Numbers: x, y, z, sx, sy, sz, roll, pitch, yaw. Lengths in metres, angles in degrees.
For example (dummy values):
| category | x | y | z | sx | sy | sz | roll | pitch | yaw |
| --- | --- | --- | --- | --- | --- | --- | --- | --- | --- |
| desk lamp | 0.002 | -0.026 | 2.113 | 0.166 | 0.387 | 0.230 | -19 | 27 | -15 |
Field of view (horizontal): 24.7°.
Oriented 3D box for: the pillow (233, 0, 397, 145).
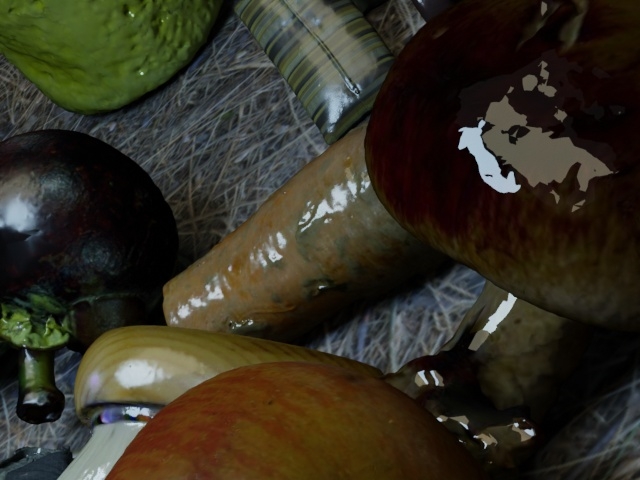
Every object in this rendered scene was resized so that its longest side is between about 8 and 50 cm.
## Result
| category | x | y | z | sx | sy | sz | roll | pitch | yaw |
| --- | --- | --- | --- | --- | --- | --- | --- | --- | --- |
| pillow | -0.001 | -0.205 | 1.509 | 0.113 | 0.038 | 0.203 | -40 | 66 | 10 |

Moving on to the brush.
| category | x | y | z | sx | sy | sz | roll | pitch | yaw |
| --- | --- | --- | --- | --- | --- | --- | --- | --- | --- |
| brush | -0.079 | 0.168 | 1.142 | 0.266 | 0.174 | 0.166 | -3 | 62 | 24 |

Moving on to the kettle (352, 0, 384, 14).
| category | x | y | z | sx | sy | sz | roll | pitch | yaw |
| --- | --- | --- | --- | --- | --- | --- | --- | --- | --- |
| kettle | 0.024 | -0.325 | 1.599 | 0.098 | 0.148 | 0.127 | -24 | 35 | 27 |

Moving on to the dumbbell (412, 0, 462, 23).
| category | x | y | z | sx | sy | sz | roll | pitch | yaw |
| --- | --- | --- | --- | --- | --- | --- | --- | --- | --- |
| dumbbell | 0.191 | -0.276 | 1.374 | 0.225 | 0.124 | 0.140 | -33 | 32 | 18 |

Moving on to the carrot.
| category | x | y | z | sx | sy | sz | roll | pitch | yaw |
| --- | --- | --- | --- | --- | --- | --- | --- | --- | --- |
| carrot | 0.000 | 0.000 | 1.260 | 0.302 | 0.139 | 0.139 | -29 | 35 | 23 |

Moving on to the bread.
| category | x | y | z | sx | sy | sz | roll | pitch | yaw |
| --- | --- | --- | --- | --- | --- | --- | --- | --- | --- |
| bread | -0.300 | -0.345 | 1.838 | 0.348 | 0.308 | 0.348 | -25 | 33 | 18 |

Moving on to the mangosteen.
| category | x | y | z | sx | sy | sz | roll | pitch | yaw |
| --- | --- | --- | --- | --- | --- | --- | --- | --- | --- |
| mangosteen | -0.263 | 0.033 | 1.436 | 0.231 | 0.231 | 0.289 | -14 | 50 | 39 |

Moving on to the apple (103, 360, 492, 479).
| category | x | y | z | sx | sy | sz | roll | pitch | yaw |
| --- | --- | --- | --- | --- | --- | --- | --- | --- | --- |
| apple | 0.002 | 0.220 | 0.862 | 0.301 | 0.301 | 0.301 | -29 | 34 | 23 |

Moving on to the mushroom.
| category | x | y | z | sx | sy | sz | roll | pitch | yaw |
| --- | --- | --- | --- | --- | --- | --- | --- | --- | --- |
| mushroom | 0.196 | -0.010 | 1.003 | 0.334 | 0.356 | 0.331 | -18 | 13 | -35 |

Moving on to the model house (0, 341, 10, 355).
| category | x | y | z | sx | sy | sz | roll | pitch | yaw |
| --- | --- | --- | --- | --- | --- | --- | --- | --- | --- |
| model house | -0.456 | 0.093 | 1.622 | 0.266 | 0.261 | 0.321 | -58 | 6 | 27 |

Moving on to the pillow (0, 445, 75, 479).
| category | x | y | z | sx | sy | sz | roll | pitch | yaw |
| --- | --- | --- | --- | --- | --- | --- | --- | --- | --- |
| pillow | -0.320 | 0.321 | 1.283 | 0.161 | 0.092 | 0.335 | -4 | 48 | 39 |
